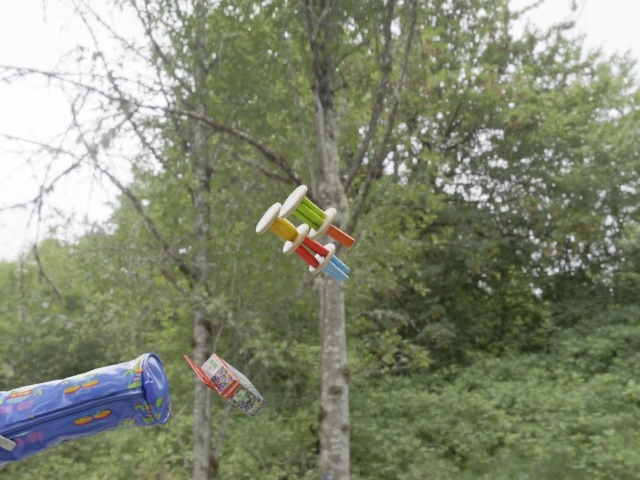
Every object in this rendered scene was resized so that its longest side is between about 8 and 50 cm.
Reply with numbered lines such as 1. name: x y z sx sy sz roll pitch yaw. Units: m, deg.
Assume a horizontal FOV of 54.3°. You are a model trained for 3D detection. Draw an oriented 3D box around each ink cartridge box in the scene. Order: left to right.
1. ink cartridge box: -0.125 0.183 0.821 0.029 0.063 0.115 -46 -47 -7

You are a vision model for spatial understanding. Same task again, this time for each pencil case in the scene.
1. pencil case: -0.399 0.274 1.002 0.306 0.119 0.133 -15 -1 -5

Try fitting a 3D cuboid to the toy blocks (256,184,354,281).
1. toy blocks: 0.000 0.000 0.859 0.148 0.054 0.123 37 -33 -18
